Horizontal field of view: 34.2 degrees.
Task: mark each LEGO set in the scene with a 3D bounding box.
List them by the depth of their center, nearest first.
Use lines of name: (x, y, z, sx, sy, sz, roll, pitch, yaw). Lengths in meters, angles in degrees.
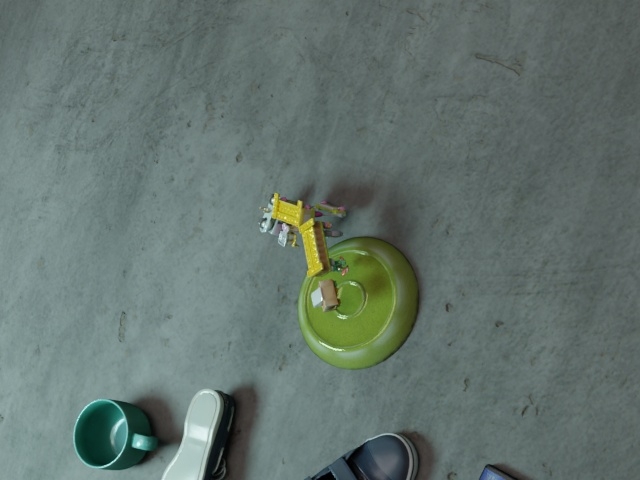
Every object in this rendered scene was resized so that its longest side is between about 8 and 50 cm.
LEGO set: (0.000, 0.000, 1.847, 0.287, 0.107, 0.132, 51, 130, 44)

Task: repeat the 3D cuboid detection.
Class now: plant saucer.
plant saucer: (0.056, 0.106, 1.835, 0.241, 0.037, 0.241, -8, 73, 27)

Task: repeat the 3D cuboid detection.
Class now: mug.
mug: (-0.378, 0.377, 1.963, 0.158, 0.097, 0.129, 43, 98, 30)

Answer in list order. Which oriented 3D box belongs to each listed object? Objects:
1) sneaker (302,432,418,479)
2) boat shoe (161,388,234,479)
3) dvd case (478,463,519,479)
sneaker: (0.021, 0.438, 1.709, 0.321, 0.127, 0.126, -46, 58, 9)
boat shoe: (-0.220, 0.394, 1.882, 0.095, 0.079, 0.254, 7, 77, 33)
dvd case: (0.323, 0.480, 1.588, 0.253, 0.022, 0.180, 25, 88, 32)
